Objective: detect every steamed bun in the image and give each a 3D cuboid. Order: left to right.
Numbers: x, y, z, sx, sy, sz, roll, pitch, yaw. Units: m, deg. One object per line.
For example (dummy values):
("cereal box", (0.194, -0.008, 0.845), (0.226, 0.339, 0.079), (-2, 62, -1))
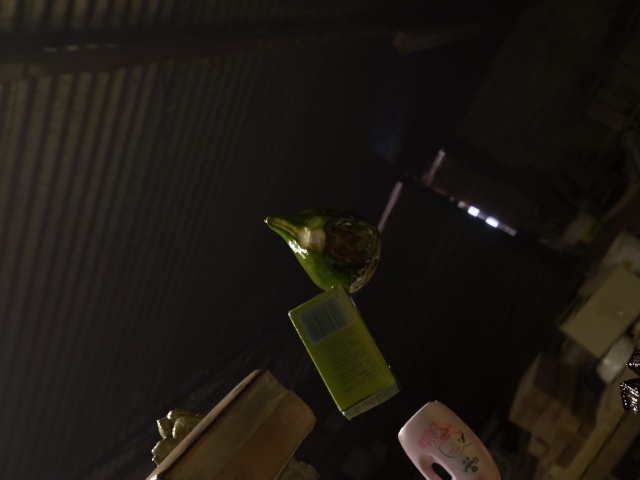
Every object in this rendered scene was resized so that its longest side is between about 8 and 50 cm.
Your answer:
("steamed bun", (-0.343, 0.530, 2.059), (0.178, 0.192, 0.106), (-57, 16, -19))

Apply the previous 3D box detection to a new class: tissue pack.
("tissue pack", (-0.141, 0.397, 1.272), (0.305, 0.238, 0.239), (-42, -22, -55))

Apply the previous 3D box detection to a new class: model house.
("model house", (0.802, 0.335, 1.885), (0.141, 0.164, 0.203), (-30, -56, -41))

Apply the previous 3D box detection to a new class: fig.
("fig", (0.000, 0.000, 1.811), (0.206, 0.274, 0.206), (-57, -17, -28))

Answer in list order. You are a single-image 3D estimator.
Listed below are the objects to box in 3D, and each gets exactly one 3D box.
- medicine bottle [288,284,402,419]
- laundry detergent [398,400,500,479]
("medicine bottle", (0.053, 0.234, 1.667), (0.141, 0.250, 0.137), (-27, -21, -3))
("laundry detergent", (0.334, 0.539, 1.851), (0.159, 0.335, 0.088), (-47, -28, 10))
